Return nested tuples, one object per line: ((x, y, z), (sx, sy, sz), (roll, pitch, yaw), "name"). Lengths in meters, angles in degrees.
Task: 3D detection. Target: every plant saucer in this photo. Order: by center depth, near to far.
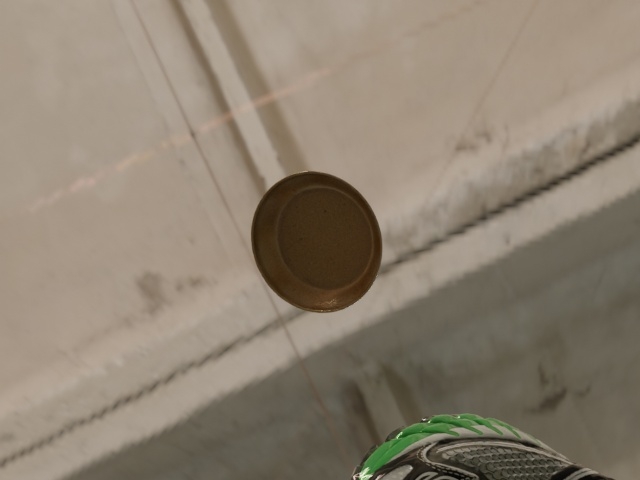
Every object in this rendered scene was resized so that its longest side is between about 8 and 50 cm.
((0.000, 0.000, 1.121), (0.083, 0.015, 0.083), (5, -77, 24), "plant saucer")

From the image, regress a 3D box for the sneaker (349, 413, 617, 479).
((0.154, 0.176, 0.980), (0.343, 0.146, 0.134), (16, -94, -30), "sneaker")
